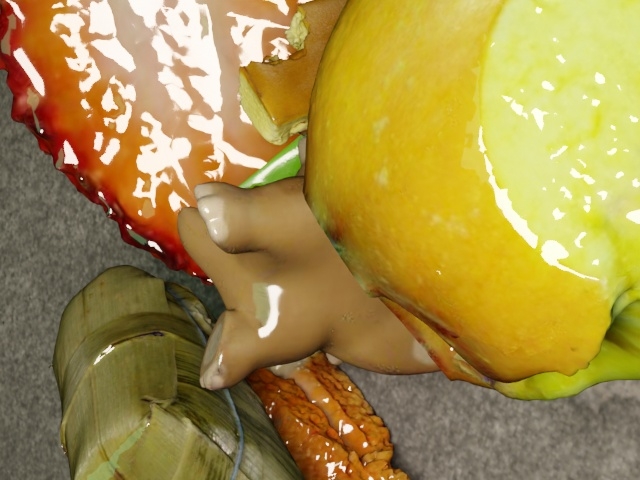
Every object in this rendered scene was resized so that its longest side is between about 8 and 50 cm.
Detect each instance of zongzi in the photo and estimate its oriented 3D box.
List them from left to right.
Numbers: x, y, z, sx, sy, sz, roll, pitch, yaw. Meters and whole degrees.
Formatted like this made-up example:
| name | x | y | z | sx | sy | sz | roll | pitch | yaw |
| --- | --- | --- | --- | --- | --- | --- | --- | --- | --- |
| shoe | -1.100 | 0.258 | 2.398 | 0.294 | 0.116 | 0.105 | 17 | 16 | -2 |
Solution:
| name | x | y | z | sx | sy | sz | roll | pitch | yaw |
| --- | --- | --- | --- | --- | --- | --- | --- | --- | --- |
| zongzi | -0.071 | 0.156 | 1.426 | 0.125 | 0.274 | 0.251 | -42 | 30 | 16 |

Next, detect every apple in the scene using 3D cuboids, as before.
| name | x | y | z | sx | sy | sz | roll | pitch | yaw |
| --- | --- | --- | --- | --- | --- | --- | --- | --- | --- |
| apple | 0.175 | -0.053 | 1.158 | 0.384 | 0.374 | 0.374 | 51 | 120 | 36 |

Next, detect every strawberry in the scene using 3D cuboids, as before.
| name | x | y | z | sx | sy | sz | roll | pitch | yaw |
| --- | --- | --- | --- | --- | --- | --- | --- | --- | --- |
| strawberry | -0.112 | -0.132 | 1.540 | 0.265 | 0.149 | 0.336 | -19 | 94 | -7 |

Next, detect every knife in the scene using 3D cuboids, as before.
| name | x | y | z | sx | sy | sz | roll | pitch | yaw |
| --- | --- | --- | --- | --- | --- | --- | --- | --- | --- |
| knife | -0.006 | -0.078 | 1.470 | 0.166 | 0.022 | 0.078 | -44 | 92 | -4 |

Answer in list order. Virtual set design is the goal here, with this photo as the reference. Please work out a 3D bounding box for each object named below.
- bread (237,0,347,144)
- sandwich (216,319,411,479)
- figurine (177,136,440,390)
| name | x | y | z | sx | sy | sz | roll | pitch | yaw |
| --- | --- | --- | --- | --- | --- | --- | --- | --- | --- |
| bread | 0.037 | -0.134 | 1.379 | 0.088 | 0.226 | 0.049 | 56 | 148 | 23 |
| sandwich | -0.039 | 0.206 | 1.509 | 0.212 | 0.109 | 0.292 | 30 | 108 | 36 |
| figurine | 0.003 | 0.004 | 1.390 | 0.173 | 0.247 | 0.177 | -137 | 43 | -55 |
